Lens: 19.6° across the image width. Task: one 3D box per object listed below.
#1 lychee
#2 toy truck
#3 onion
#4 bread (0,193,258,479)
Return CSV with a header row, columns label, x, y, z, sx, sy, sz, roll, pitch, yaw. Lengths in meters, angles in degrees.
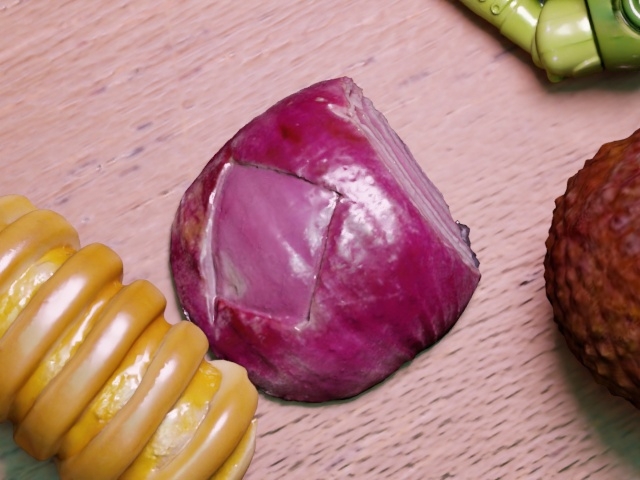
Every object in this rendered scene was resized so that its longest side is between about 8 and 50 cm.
label,x,y,z,sx,sy,sz,roll,pitch,yaw
lychee,0.311,0.030,1.502,0.260,0.260,0.261,1,78,-5
toy truck,0.224,-0.220,1.602,0.210,0.148,0.187,-32,86,10
onion,0.000,0.000,1.545,0.247,0.111,0.250,-35,85,-13
bread,-0.188,0.100,1.499,0.311,0.121,0.173,37,76,2
